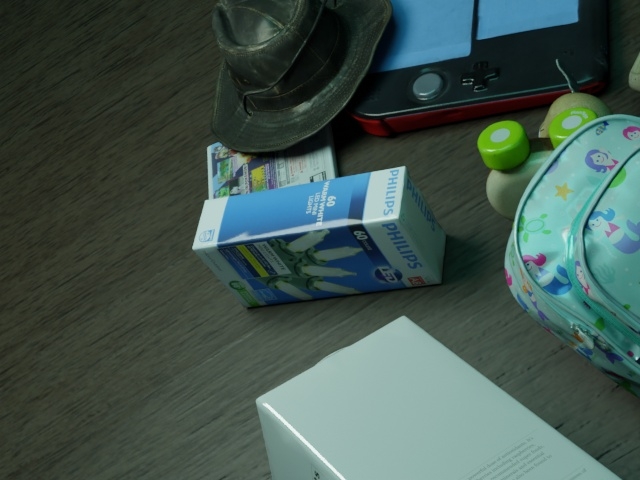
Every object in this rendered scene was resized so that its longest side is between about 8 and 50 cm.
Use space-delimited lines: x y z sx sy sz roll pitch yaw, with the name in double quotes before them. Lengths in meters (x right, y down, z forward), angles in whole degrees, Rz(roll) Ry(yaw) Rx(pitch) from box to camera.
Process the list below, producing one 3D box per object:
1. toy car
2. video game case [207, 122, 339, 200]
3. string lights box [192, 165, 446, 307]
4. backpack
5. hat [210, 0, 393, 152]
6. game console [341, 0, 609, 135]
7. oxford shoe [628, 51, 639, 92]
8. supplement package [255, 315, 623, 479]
"toy car" 0.263 -0.109 1.205 0.149 0.155 0.188 -8 42 26
"video game case" -0.064 -0.081 1.463 0.184 0.023 0.201 -21 48 16
"string lights box" 0.000 0.000 1.280 0.260 0.133 0.076 -8 51 26
"backpack" 0.298 0.011 0.997 0.253 0.191 0.225 36 79 19
"hat" -0.071 -0.271 1.490 0.331 0.134 0.331 -27 43 28
"game console" 0.205 -0.314 1.459 0.342 0.060 0.386 -10 52 25
"oxford shoe" 0.448 -0.309 1.266 0.130 0.123 0.348 6 58 41
"supplement package" 0.103 0.234 0.970 0.178 0.175 0.293 -27 41 -24
